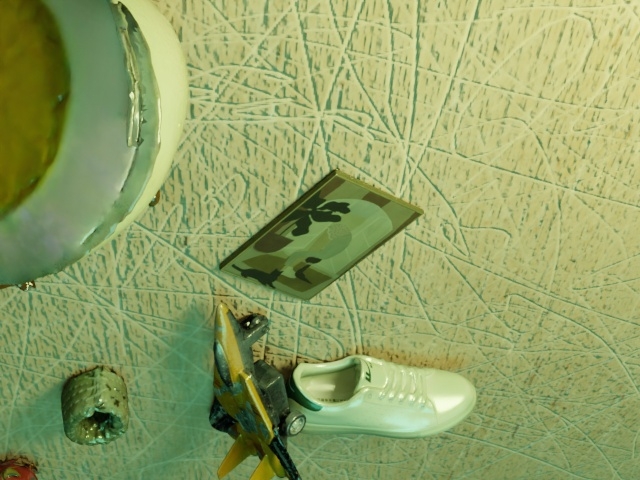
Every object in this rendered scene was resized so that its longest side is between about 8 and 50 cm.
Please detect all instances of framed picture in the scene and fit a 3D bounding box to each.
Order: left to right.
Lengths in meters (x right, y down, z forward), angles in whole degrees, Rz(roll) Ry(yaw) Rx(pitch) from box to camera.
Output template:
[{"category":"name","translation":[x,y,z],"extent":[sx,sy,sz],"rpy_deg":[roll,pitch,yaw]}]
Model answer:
[{"category":"framed picture","translation":[0.000,0.000,1.350],"extent":[0.136,0.010,0.201],"rpy_deg":[23,133,-37]}]

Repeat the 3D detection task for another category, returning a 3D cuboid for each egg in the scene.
[{"category":"egg","translation":[-0.228,-0.098,0.985],"extent":[0.286,0.264,0.174],"rpy_deg":[-33,171,18]}]

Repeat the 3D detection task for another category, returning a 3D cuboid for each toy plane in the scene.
[{"category":"toy plane","translation":[-0.087,0.183,1.501],"extent":[0.103,0.204,0.316],"rpy_deg":[-31,135,-32]}]

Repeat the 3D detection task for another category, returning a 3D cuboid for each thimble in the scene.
[{"category":"thimble","translation":[-0.285,0.211,1.521],"extent":[0.084,0.062,0.110],"rpy_deg":[2,143,-23]}]

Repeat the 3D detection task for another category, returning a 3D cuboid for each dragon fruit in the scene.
[{"category":"dragon fruit","translation":[-0.422,0.333,1.658],"extent":[0.056,0.060,0.083],"rpy_deg":[-21,170,3]}]

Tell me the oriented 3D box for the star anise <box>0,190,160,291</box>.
[{"category":"star anise","translation":[-0.325,-0.025,1.129],"extent":[0.346,0.148,0.237],"rpy_deg":[-10,166,-5]}]

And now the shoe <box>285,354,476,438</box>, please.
[{"category":"shoe","translation":[0.078,0.200,1.576],"extent":[0.265,0.095,0.110],"rpy_deg":[-5,144,-4]}]
